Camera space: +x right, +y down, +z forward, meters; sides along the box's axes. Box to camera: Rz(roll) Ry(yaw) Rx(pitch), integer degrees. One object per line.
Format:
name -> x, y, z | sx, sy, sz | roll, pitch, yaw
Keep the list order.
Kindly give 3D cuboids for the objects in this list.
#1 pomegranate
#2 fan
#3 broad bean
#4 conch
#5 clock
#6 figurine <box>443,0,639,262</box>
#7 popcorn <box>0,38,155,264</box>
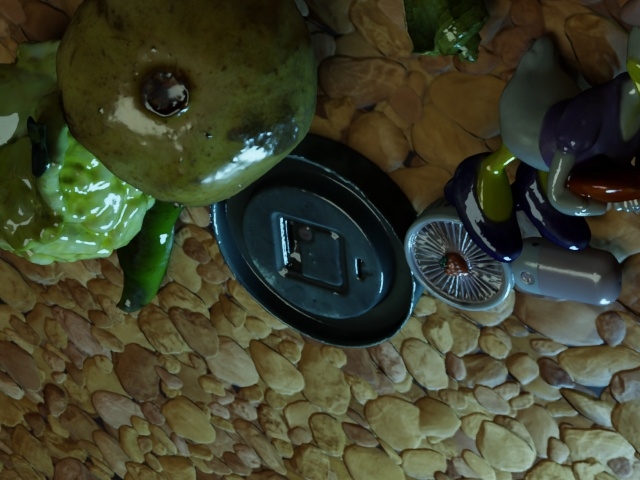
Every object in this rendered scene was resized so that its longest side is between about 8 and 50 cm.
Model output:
pomegranate -> -0.132, -0.178, 1.799 | 0.281, 0.281, 0.281 | 21, 136, 22
fan -> 0.208, 0.022, 1.861 | 0.244, 0.074, 0.130 | 11, 131, 30
broad bean -> -0.213, -0.023, 2.153 | 0.077, 0.061, 0.339 | 25, 139, 1
conch -> 0.118, -0.221, 1.708 | 0.089, 0.074, 0.121 | -35, 79, 15
clock -> 0.000, 0.000, 2.016 | 0.280, 0.055, 0.280 | 21, 135, 22
figurine -> 0.270, -0.123, 1.637 | 0.421, 0.154, 0.193 | -32, 68, 57
popcorn -> -0.303, -0.111, 2.001 | 0.293, 0.237, 0.293 | 18, 114, 48
